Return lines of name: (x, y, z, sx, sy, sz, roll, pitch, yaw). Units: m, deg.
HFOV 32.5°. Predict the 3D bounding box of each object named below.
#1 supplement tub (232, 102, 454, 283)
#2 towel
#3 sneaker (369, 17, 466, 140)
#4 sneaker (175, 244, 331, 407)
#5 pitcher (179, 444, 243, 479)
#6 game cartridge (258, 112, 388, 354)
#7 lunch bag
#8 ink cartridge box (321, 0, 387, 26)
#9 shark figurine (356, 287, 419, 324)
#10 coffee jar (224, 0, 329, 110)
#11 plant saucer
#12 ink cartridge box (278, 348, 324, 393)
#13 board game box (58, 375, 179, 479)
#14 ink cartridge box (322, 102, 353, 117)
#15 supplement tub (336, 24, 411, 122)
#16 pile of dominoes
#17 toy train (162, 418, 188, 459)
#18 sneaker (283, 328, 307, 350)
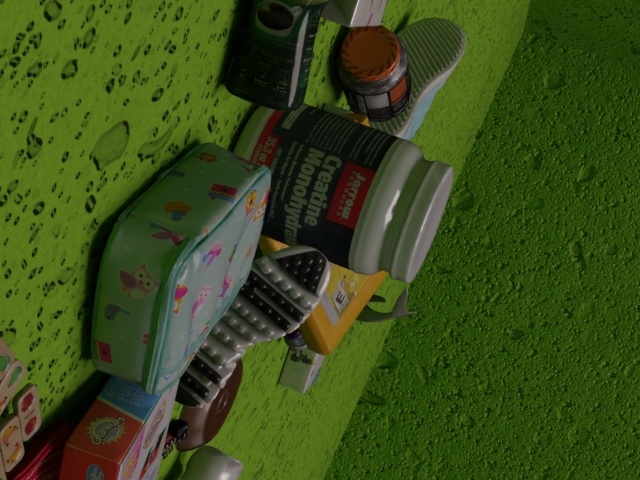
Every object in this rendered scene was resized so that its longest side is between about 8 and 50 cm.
supplement tub: (0.024, -0.068, 1.482, 0.191, 0.272, 0.191, 21, 90, -78)
towel: (-0.338, 0.341, 1.169, 0.199, 0.031, 0.275, -45, 154, -62)
sneaker: (0.157, -0.283, 2.116, 0.366, 0.135, 0.150, -52, 169, -30)
sneaker: (-0.102, 0.099, 1.482, 0.292, 0.110, 0.118, -40, -172, 19)
pitcher: (-0.215, 0.449, 1.741, 0.178, 0.125, 0.207, -50, -166, 53)
game cartridge: (0.028, -0.011, 1.809, 0.285, 0.052, 0.324, -53, 143, -26)
lunch bag: (-0.153, 0.031, 1.260, 0.279, 0.107, 0.224, -53, 160, -53)
ink cartridge box: (0.021, -0.322, 1.409, 0.198, 0.115, 0.067, -36, 145, -71)
shark figurine: (0.090, 0.130, 2.508, 0.166, 0.278, 0.116, -37, 118, -12)
coffee jar: (-0.045, -0.251, 1.282, 0.079, 0.096, 0.184, -50, 159, -65)
plant saucer: (-0.170, 0.253, 1.762, 0.198, 0.036, 0.199, 21, 90, -78)
ink cartridge box: (-0.021, 0.219, 2.314, 0.104, 0.061, 0.181, -34, 144, -71)
board game box: (-0.252, 0.305, 1.310, 0.242, 0.064, 0.317, -66, 173, -64)
ink cartridge box: (0.016, -0.159, 1.835, 0.088, 0.052, 0.123, 31, 81, -79)
supplement tub: (0.089, -0.276, 1.799, 0.190, 0.117, 0.117, 62, 50, -75)
pile of dominoes: (-0.315, 0.214, 0.953, 0.251, 0.040, 0.196, -63, 159, -24)
toy train: (-0.229, 0.295, 1.589, 0.158, 0.027, 0.036, -36, 142, -70)
sneaker: (-0.007, 0.106, 2.143, 0.224, 0.083, 0.098, -65, 163, -13)
